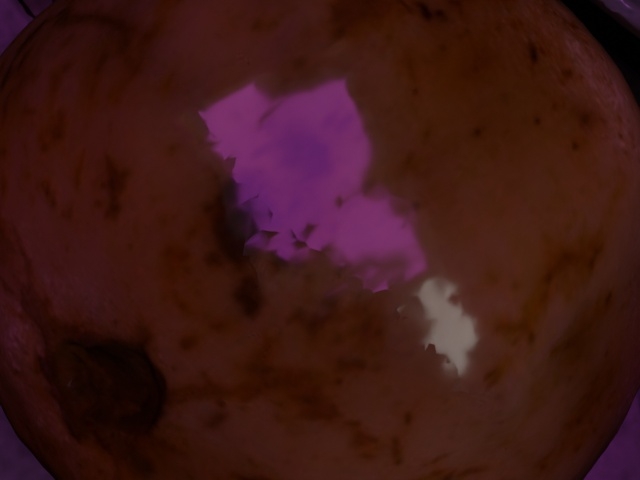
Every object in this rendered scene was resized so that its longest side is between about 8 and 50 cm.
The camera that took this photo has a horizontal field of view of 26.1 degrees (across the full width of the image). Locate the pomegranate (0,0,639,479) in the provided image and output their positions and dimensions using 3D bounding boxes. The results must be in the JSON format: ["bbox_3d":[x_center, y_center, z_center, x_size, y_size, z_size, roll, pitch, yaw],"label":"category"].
[{"bbox_3d":[0.000,0.000,0.430,0.215,0.215,0.215,2,75,-9],"label":"pomegranate"}]

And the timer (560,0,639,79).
[{"bbox_3d":[0.113,-0.106,0.458,0.262,0.237,0.087,40,100,2],"label":"timer"}]
